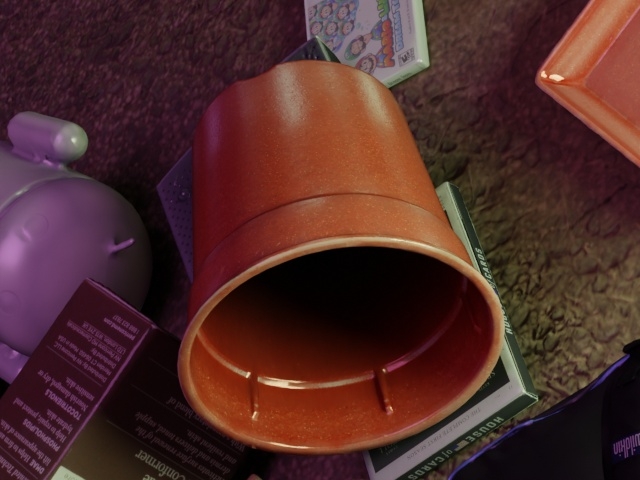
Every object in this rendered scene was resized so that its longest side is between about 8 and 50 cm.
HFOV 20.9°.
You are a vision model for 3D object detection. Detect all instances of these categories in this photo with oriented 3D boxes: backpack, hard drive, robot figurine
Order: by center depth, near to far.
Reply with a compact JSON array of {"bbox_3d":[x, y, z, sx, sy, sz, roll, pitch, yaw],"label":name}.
[{"bbox_3d":[0.233,0.244,1.245,0.276,0.213,0.263,-42,39,30],"label":"backpack"},{"bbox_3d":[-0.051,-0.066,1.755,0.254,0.054,0.172,-41,54,27],"label":"hard drive"},{"bbox_3d":[-0.317,0.009,1.881,0.353,0.199,0.300,25,111,47],"label":"robot figurine"}]

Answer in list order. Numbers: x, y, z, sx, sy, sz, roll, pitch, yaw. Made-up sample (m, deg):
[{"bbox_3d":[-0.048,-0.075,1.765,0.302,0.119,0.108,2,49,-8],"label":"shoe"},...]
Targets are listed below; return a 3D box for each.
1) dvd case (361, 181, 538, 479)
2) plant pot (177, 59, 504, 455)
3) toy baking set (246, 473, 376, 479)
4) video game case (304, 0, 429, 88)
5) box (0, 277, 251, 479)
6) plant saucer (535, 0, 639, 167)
[{"bbox_3d":[0.089,0.089,1.582,0.179,0.029,0.239,-38,49,26],"label":"dvd case"},{"bbox_3d":[0.000,0.000,1.516,0.272,0.272,0.265,-38,41,25],"label":"plant pot"},{"bbox_3d":[-0.049,0.300,1.559,0.197,0.030,0.256,29,77,44],"label":"toy baking set"},{"bbox_3d":[0.044,-0.215,1.772,0.143,0.019,0.157,-26,56,34],"label":"video game case"},{"bbox_3d":[-0.235,0.249,1.612,0.143,0.191,0.381,30,84,48],"label":"box"},{"bbox_3d":[0.338,-0.171,1.451,0.259,0.047,0.258,-53,44,10],"label":"plant saucer"}]
